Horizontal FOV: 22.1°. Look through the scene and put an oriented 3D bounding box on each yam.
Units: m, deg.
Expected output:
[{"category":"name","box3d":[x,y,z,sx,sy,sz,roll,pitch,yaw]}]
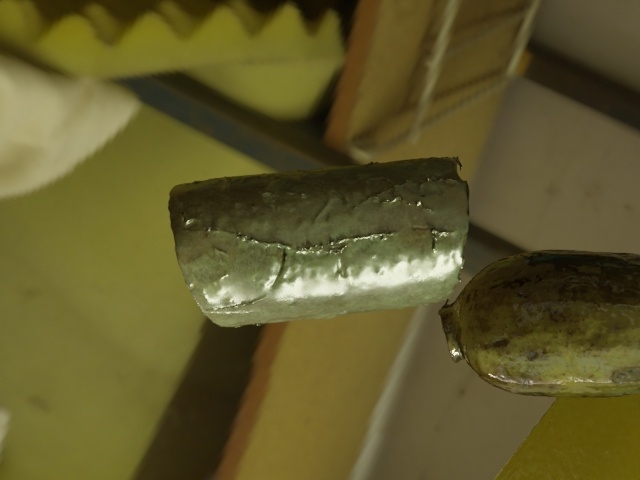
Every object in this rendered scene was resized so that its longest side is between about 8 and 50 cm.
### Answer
[{"category":"yam","box3d":[0.000,0.000,1.695,0.168,0.304,0.168,173,-90,-85]}]

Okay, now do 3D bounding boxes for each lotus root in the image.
[{"category":"lotus root","box3d":[0.150,0.045,0.940,0.089,0.179,0.081,-50,131,-54]}]

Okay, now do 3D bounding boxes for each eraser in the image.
[{"category":"eraser","box3d":[0.204,0.170,1.073,0.069,0.158,0.226,0,136,-35]}]
